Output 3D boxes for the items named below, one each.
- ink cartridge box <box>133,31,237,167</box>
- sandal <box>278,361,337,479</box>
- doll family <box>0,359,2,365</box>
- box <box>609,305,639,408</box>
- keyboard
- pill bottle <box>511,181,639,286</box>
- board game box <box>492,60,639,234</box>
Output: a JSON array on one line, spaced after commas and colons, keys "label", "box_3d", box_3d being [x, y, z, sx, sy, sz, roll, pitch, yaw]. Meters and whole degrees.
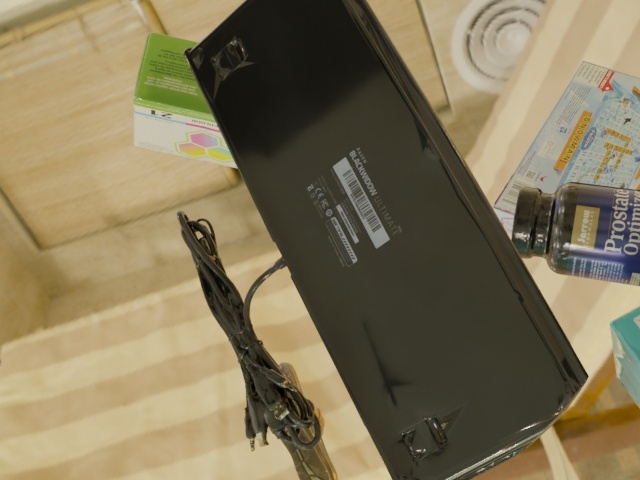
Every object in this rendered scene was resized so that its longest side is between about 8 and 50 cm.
[{"label": "ink cartridge box", "box_3d": [-0.140, -0.142, 1.120, 0.188, 0.255, 0.097, 11, 68, -8]}, {"label": "sandal", "box_3d": [-0.018, 0.244, 1.123, 0.049, 0.072, 0.180, -5, 58, -42]}, {"label": "doll family", "box_3d": [-0.224, 0.106, 0.366, 0.192, 0.076, 0.111, -19, 52, 26]}, {"label": "box", "box_3d": [0.402, 0.130, 1.015, 0.100, 0.244, 0.060, -32, 60, 6]}, {"label": "keyboard", "box_3d": [0.000, 0.000, 0.515, 0.201, 0.033, 0.317, -35, 69, 24]}, {"label": "pill bottle", "box_3d": [0.360, -0.009, 1.112, 0.219, 0.123, 0.123, 8, 47, 16]}, {"label": "board game box", "box_3d": [0.478, -0.098, 1.323, 0.318, 0.066, 0.319, 26, 70, 27]}]
